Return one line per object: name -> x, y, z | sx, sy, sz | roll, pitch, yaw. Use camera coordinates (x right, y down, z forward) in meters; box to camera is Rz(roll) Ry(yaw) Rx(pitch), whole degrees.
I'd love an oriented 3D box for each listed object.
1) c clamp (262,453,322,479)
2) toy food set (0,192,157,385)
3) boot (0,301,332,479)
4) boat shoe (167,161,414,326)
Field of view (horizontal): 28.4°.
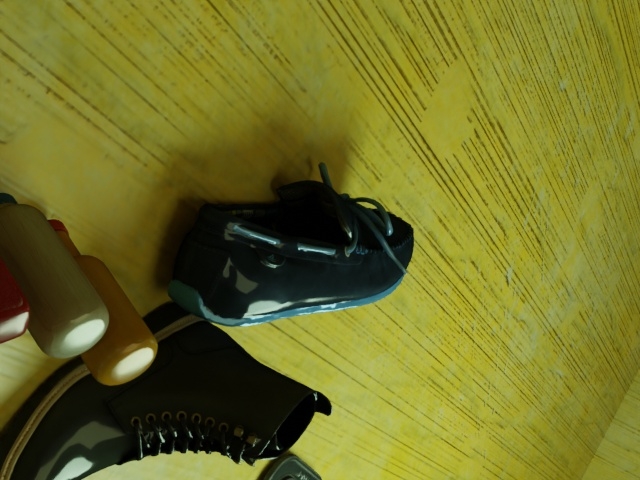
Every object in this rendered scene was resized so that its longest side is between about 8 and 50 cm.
c clamp -> -0.048, 0.266, 1.185 | 0.137, 0.022, 0.160 | -65, 153, -9
toy food set -> -0.202, 0.041, 0.637 | 0.232, 0.104, 0.111 | -21, 148, -31
boot -> -0.100, 0.125, 0.818 | 0.198, 0.137, 0.077 | -42, 147, -36
boat shoe -> 0.000, 0.000, 0.930 | 0.258, 0.109, 0.089 | -19, 126, -58
